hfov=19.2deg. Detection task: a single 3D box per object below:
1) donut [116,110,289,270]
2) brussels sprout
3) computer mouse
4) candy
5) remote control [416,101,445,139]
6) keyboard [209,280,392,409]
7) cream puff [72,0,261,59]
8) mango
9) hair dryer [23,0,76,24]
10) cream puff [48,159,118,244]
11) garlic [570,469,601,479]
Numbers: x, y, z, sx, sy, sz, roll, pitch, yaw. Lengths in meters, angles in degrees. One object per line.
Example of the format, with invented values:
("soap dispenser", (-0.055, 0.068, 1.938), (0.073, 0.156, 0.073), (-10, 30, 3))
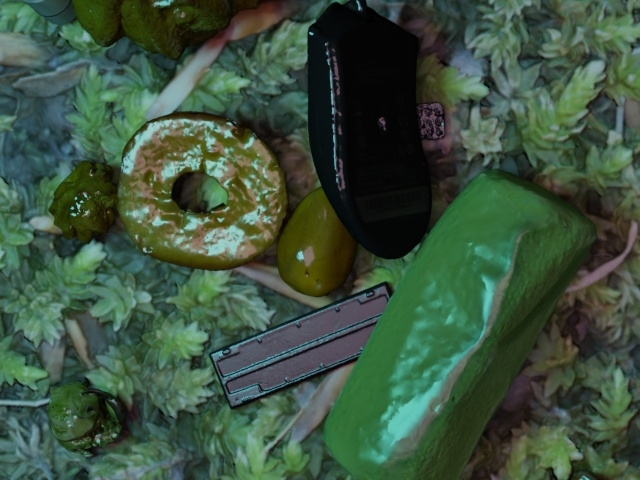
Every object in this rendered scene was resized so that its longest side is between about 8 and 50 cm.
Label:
("donut", (-0.115, -0.051, 1.923), (0.178, 0.065, 0.162), (18, 101, 7))
("brussels sprout", (-0.243, 0.183, 1.962), (0.085, 0.058, 0.085), (-1, 97, -7))
("computer mouse", (0.034, -0.113, 1.847), (0.088, 0.147, 0.264), (1, 94, 39))
("candy", (0.133, 0.097, 1.864), (0.142, 0.132, 0.343), (37, 99, 49))
("remote control", (0.078, -0.117, 1.909), (0.096, 0.014, 0.039), (-4, 91, 9))
("keyboard", (-0.012, 0.109, 1.940), (0.202, 0.011, 0.067), (-22, 88, 10))
("cream puff", (-0.160, -0.307, 1.867), (0.244, 0.196, 0.244), (1, 66, -2))
("mango", (0.000, 0.000, 1.900), (0.080, 0.060, 0.114), (6, 91, -27))
("hair dryer", (-0.287, -0.295, 1.934), (0.047, 0.082, 0.137), (-16, 75, 10))
("cream puff", (-0.242, -0.040, 1.945), (0.083, 0.058, 0.083), (-23, 88, 12))
("garlic", (0.199, 0.366, 1.884), (0.318, 0.112, 0.143), (-44, 83, -2))
